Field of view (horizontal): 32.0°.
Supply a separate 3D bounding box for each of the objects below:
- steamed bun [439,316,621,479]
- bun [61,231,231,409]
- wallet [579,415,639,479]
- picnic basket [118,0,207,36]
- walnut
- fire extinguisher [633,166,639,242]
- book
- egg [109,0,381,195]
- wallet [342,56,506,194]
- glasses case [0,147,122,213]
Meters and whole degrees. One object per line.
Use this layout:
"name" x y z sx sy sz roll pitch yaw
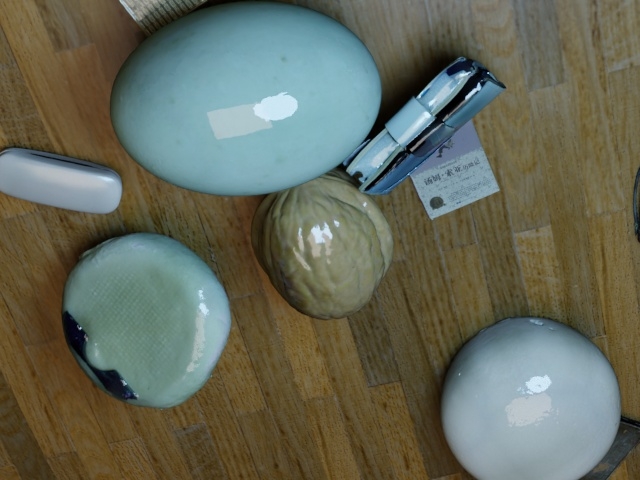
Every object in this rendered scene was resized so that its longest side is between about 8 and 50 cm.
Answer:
"steamed bun" 0.366 0.299 1.943 0.324 0.206 0.324 0 122 -1
"bun" -0.272 0.121 1.839 0.293 0.187 0.293 3 101 14
"wallet" 0.513 0.415 2.117 0.122 0.031 0.232 21 120 -18
"picnic basket" -0.217 -0.382 1.598 0.164 0.079 0.115 -30 116 15
"walnut" 0.000 0.000 1.747 0.225 0.225 0.261 -15 126 7
"fire extinguisher" 0.545 -0.068 1.826 0.064 0.043 0.158 20 128 37
"book" 0.202 -0.129 1.796 0.127 0.014 0.181 -22 119 9
"egg" -0.104 -0.201 1.591 0.389 0.276 0.276 -8 121 -11
"wallet" 0.158 -0.169 1.673 0.250 0.176 0.075 -42 79 16
"glasses case" -0.418 -0.094 1.777 0.204 0.051 0.081 13 120 -9
